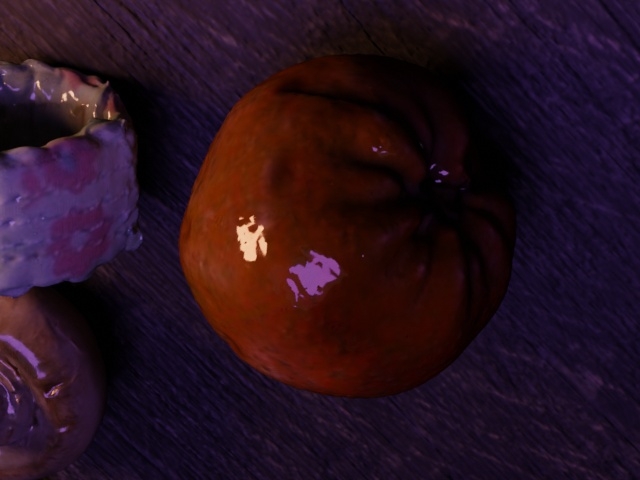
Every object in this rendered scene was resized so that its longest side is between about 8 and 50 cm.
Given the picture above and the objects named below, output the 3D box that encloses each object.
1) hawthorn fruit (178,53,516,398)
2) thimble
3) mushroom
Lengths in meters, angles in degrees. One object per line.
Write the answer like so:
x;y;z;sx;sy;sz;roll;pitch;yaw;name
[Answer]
0.000;0.000;1.192;0.298;0.277;0.277;-21;113;48;hawthorn fruit
-0.258;-0.056;1.275;0.211;0.185;0.149;5;124;-3;thimble
-0.318;0.137;1.410;0.226;0.178;0.227;3;113;8;mushroom
